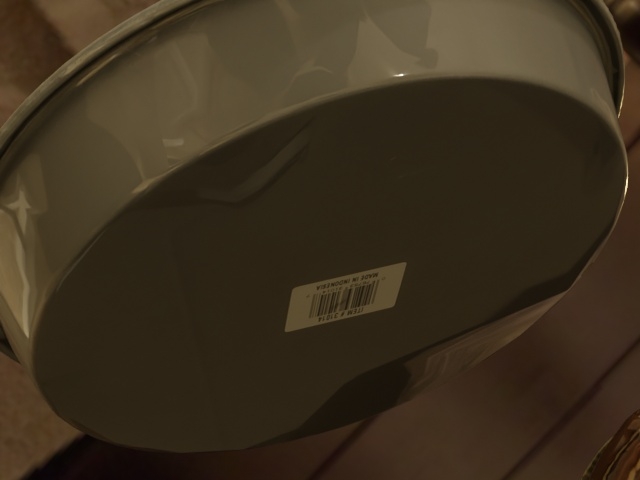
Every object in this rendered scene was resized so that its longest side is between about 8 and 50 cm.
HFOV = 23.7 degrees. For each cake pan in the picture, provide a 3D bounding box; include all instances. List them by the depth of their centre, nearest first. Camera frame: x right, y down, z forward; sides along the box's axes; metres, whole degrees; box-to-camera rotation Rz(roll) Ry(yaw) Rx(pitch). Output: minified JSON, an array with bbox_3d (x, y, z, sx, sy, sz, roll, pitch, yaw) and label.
[{"bbox_3d":[0.000,0.000,0.627,0.293,0.293,0.054,30,31,-53],"label":"cake pan"}]

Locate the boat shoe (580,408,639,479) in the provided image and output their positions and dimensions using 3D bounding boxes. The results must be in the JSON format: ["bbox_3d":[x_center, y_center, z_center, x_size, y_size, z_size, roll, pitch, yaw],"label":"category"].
[{"bbox_3d":[0.187,0.098,0.288,0.307,0.110,0.104,22,-15,24],"label":"boat shoe"}]
